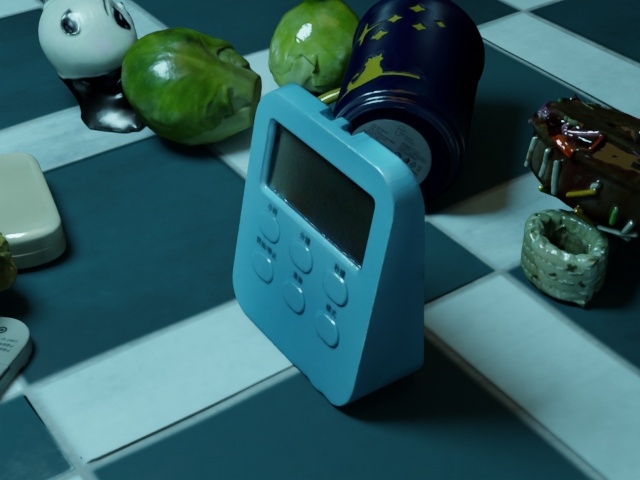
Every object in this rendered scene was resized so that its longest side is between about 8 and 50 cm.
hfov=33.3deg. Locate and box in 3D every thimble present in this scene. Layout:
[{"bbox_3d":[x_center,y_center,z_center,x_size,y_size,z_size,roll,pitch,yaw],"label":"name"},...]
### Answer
[{"bbox_3d":[0.262,0.017,1.145,0.084,0.062,0.110,-10,36,-11],"label":"thimble"}]

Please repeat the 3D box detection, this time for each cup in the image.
[{"bbox_3d":[0.082,-0.148,1.344,0.178,0.255,0.256,35,38,-13],"label":"cup"}]

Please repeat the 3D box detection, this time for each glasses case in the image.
[{"bbox_3d":[-0.355,-0.038,1.255,0.083,0.050,0.196,-12,37,-18],"label":"glasses case"}]

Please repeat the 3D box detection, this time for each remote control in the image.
[{"bbox_3d":[-0.354,0.154,1.012,0.077,0.022,0.245,11,37,13],"label":"remote control"}]

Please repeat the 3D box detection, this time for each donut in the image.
[{"bbox_3d":[0.348,-0.073,1.180,0.269,0.103,0.270,16,19,-6],"label":"donut"}]

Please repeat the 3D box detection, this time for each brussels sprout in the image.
[{"bbox_3d":[-0.004,-0.287,1.527,0.151,0.122,0.149,21,39,27],"label":"brussels sprout"},{"bbox_3d":[-0.169,-0.199,1.395,0.180,0.144,0.161,20,13,10],"label":"brussels sprout"}]

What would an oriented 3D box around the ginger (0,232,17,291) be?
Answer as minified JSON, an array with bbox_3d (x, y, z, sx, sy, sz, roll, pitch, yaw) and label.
[{"bbox_3d":[-0.498,0.072,1.079,0.375,0.166,0.236,-33,67,-9],"label":"ginger"}]

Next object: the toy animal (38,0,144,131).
[{"bbox_3d":[-0.298,-0.256,1.461,0.138,0.179,0.166,-32,37,-16],"label":"toy animal"}]

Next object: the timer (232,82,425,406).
[{"bbox_3d":[0.000,0.000,1.019,0.091,0.250,0.232,-20,39,-26],"label":"timer"}]
